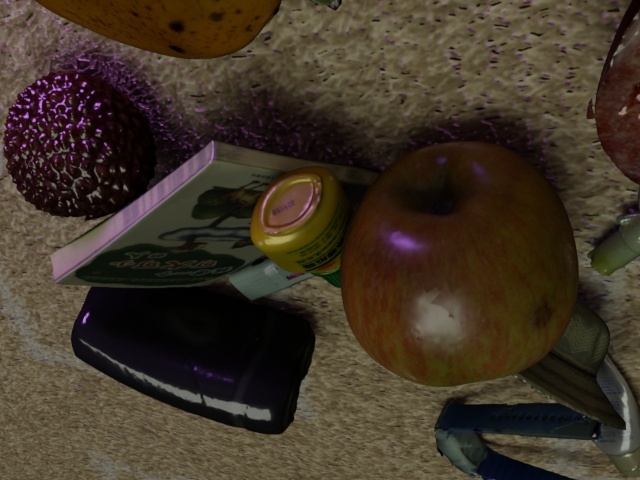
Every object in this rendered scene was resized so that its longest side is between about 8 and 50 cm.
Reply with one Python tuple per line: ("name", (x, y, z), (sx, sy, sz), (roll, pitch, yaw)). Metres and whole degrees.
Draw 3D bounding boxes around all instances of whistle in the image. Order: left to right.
("whistle", (0.365, -0.017, 0.866), (0.104, 0.057, 0.198), (30, 138, -9))

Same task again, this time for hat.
("hat", (0.296, 0.122, 1.003), (0.252, 0.252, 0.110), (29, 97, -9))

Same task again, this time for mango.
("mango", (-0.157, -0.255, 0.739), (0.290, 0.159, 0.191), (9, 172, 18))

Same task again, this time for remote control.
("remote control", (-0.057, 0.046, 1.142), (0.166, 0.029, 0.065), (-22, 123, 39))

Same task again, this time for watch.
("watch", (0.297, 0.307, 1.203), (0.275, 0.068, 0.276), (13, 144, 35))

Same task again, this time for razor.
("razor", (-0.183, 0.152, 1.184), (0.349, 0.204, 0.113), (21, 135, 3))

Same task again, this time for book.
("book", (-0.136, -0.015, 0.995), (0.260, 0.043, 0.371), (5, 156, -43))

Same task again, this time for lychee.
("lychee", (-0.289, -0.115, 0.955), (0.188, 0.188, 0.188), (12, 139, 11))

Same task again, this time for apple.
("apple", (0.144, 0.020, 0.860), (0.264, 0.264, 0.264), (12, 139, 11))

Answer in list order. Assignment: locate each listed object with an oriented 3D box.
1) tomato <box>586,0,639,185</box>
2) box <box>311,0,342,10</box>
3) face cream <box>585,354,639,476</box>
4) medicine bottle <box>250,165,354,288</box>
("tomato", (0.386, -0.165, 0.626), (0.338, 0.143, 0.338), (9, 139, 8))
("box", (-0.084, -0.404, 0.472), (0.420, 0.138, 0.373), (26, 119, -6))
("face cream", (0.403, 0.236, 1.144), (0.114, 0.070, 0.224), (-25, 110, 39))
("medicine bottle", (0.000, 0.000, 0.946), (0.076, 0.111, 0.309), (49, 180, 18))
